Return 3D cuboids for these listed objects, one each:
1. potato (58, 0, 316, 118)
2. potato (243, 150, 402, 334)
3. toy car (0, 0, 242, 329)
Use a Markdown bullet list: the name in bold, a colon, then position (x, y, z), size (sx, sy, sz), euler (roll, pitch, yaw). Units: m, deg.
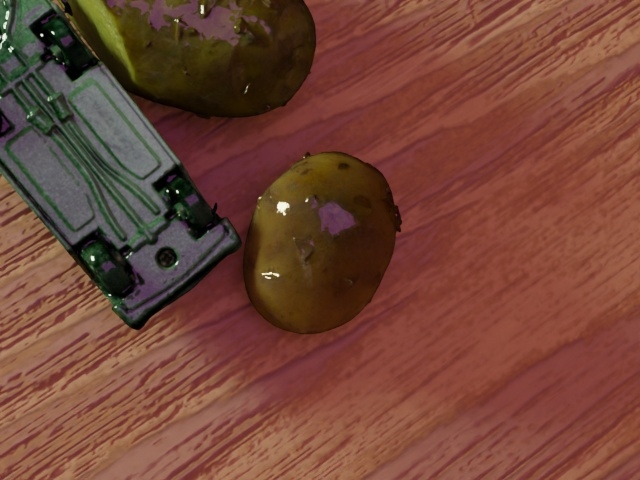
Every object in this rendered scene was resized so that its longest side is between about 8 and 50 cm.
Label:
- **potato**: position (-0.143, -0.220, 1.168), size (0.298, 0.141, 0.176), euler (30, 62, -1)
- **potato**: position (0.000, 0.000, 1.175), size (0.137, 0.137, 0.176), euler (18, 80, -11)
- **toy car**: position (-0.215, -0.082, 1.142), size (0.141, 0.097, 0.321), euler (-39, 93, -10)
